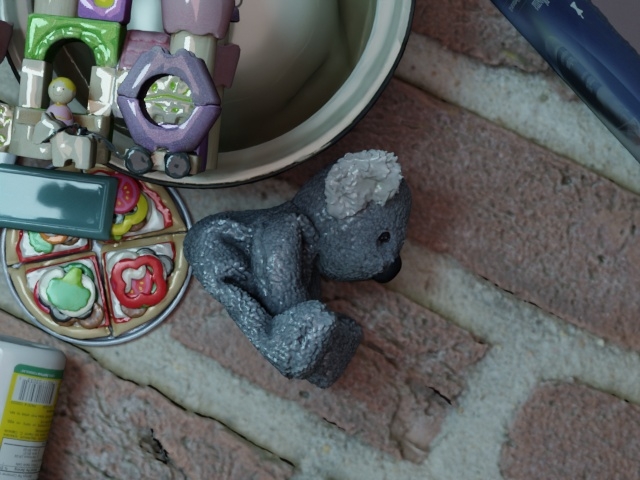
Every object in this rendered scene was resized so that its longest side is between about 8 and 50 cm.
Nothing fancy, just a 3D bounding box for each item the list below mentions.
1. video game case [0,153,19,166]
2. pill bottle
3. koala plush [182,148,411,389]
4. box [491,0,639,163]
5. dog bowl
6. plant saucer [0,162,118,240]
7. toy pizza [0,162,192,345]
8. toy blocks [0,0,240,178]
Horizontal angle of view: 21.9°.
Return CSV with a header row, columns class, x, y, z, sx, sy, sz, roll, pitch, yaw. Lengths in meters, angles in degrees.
class,x,y,z,sx,sy,sz,roll,pitch,yaw
video game case,-0.429,-0.065,1.708,0.212,0.023,0.193,16,88,0
pill bottle,-0.333,0.200,1.649,0.117,0.117,0.208,13,88,1
koala plush,0.000,0.000,1.622,0.221,0.196,0.203,-44,78,3
box,0.326,-0.212,1.567,0.183,0.296,0.294,-43,87,-2
dog bowl,-0.111,-0.248,1.649,0.408,0.150,0.408,0,87,1
plant saucer,-0.305,-0.044,1.680,0.192,0.018,0.067,7,85,3
toy pizza,-0.230,0.008,1.697,0.201,0.032,0.201,0,88,1
toy blocks,-0.211,-0.198,1.418,0.288,0.309,0.260,7,94,1
